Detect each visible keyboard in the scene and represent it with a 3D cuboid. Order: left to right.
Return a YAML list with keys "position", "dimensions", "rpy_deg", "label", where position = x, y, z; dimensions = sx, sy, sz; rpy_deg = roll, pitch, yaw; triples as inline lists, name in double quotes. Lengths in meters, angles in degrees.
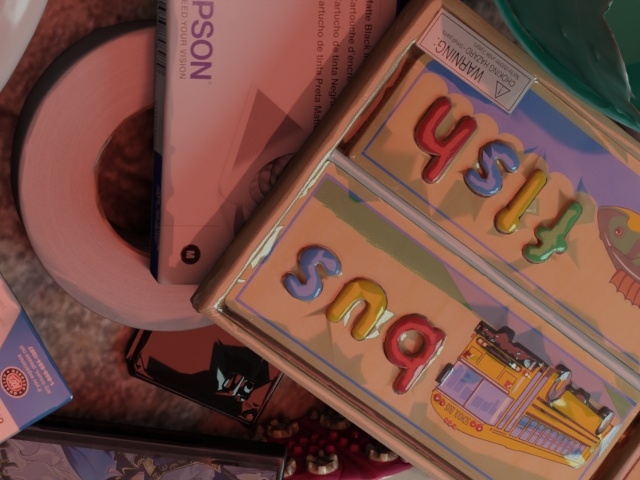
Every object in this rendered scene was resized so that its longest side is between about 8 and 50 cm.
- position: [0.000, 0.000, 1.234]
  dimensions: [0.202, 0.033, 0.317]
  rpy_deg: [27, 95, -20]
  label: "keyboard"

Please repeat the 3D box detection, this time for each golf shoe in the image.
- position: [0.057, 0.207, 1.280]
  dimensions: [0.306, 0.115, 0.140]
  rpy_deg: [-4, 111, -20]
  label: "golf shoe"

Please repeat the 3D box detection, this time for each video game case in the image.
- position: [-0.165, 0.270, 1.195]
  dimensions: [0.248, 0.035, 0.274]
  rpy_deg: [7, 104, -1]
  label: "video game case"

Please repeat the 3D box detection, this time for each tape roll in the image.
- position: [-0.110, -0.049, 1.135]
  dimensions: [0.219, 0.072, 0.219]
  rpy_deg: [-4, 104, -16]
  label: "tape roll"

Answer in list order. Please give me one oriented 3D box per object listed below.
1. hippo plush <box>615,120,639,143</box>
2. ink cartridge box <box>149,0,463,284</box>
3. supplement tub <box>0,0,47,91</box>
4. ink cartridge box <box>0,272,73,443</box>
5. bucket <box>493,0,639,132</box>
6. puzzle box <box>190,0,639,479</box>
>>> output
- position: [0.332, -0.092, 1.278]
  dimensions: [0.236, 0.234, 0.294]
  rpy_deg: [40, 87, -2]
  label: "hippo plush"
- position: [-0.003, -0.079, 1.096]
  dimensions: [0.224, 0.045, 0.223]
  rpy_deg: [-2, 103, -16]
  label: "ink cartridge box"
- position: [-0.326, -0.216, 0.915]
  dimensions: [0.325, 0.235, 0.235]
  rpy_deg: [17, 99, -26]
  label: "supplement tub"
- position: [-0.288, 0.099, 1.095]
  dimensions: [0.191, 0.082, 0.139]
  rpy_deg: [-32, 95, -13]
  label: "ink cartridge box"
- position: [0.242, -0.194, 0.980]
  dimensions: [0.281, 0.183, 0.281]
  rpy_deg: [-10, 115, -22]
  label: "bucket"
- position: [0.150, 0.052, 1.093]
  dimensions: [0.409, 0.052, 0.272]
  rpy_deg: [36, 91, -14]
  label: "puzzle box"
